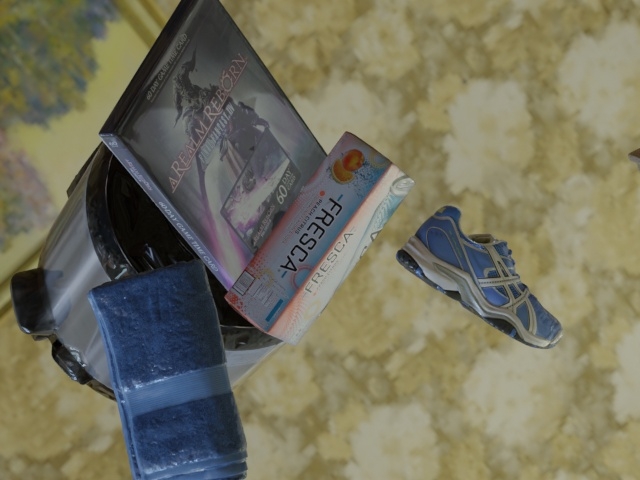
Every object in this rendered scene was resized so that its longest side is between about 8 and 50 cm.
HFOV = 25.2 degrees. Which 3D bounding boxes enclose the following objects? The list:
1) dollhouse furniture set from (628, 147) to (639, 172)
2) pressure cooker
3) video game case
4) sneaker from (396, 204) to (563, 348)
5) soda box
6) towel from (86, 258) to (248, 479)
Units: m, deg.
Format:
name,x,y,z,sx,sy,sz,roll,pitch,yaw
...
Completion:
name,x,y,z,sx,sy,sz,roll,pitch,yaw
dollhouse furniture set,0.335,-0.017,1.035,0.144,0.151,0.123,-26,-163,-7
pressure cooker,-0.200,0.039,1.973,0.375,0.370,0.420,-61,-172,-33
video game case,-0.086,-0.080,1.369,0.026,0.274,0.196,0,-130,37
sneaker,0.180,0.043,1.478,0.081,0.211,0.080,-57,-154,-1
soda box,0.000,0.000,1.240,0.058,0.063,0.183,38,-87,28
towel,-0.078,0.072,0.746,0.067,0.119,0.029,-15,174,23
